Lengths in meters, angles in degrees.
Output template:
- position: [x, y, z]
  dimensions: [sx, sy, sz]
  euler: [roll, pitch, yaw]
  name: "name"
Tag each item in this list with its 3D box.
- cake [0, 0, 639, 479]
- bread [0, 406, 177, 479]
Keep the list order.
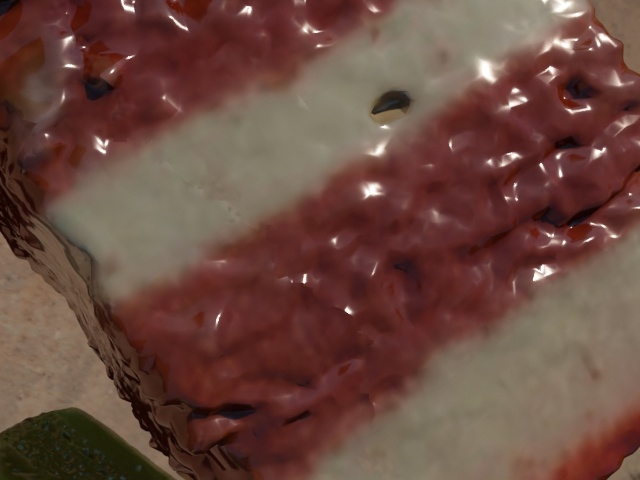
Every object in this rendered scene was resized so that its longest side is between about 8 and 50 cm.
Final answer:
- position: [0.000, 0.000, 0.487]
  dimensions: [0.269, 0.270, 0.319]
  euler: [-33, 94, -18]
  name: "cake"
- position: [-0.120, 0.282, 0.711]
  dimensions: [0.166, 0.384, 0.112]
  euler: [-31, 151, -61]
  name: "bread"
